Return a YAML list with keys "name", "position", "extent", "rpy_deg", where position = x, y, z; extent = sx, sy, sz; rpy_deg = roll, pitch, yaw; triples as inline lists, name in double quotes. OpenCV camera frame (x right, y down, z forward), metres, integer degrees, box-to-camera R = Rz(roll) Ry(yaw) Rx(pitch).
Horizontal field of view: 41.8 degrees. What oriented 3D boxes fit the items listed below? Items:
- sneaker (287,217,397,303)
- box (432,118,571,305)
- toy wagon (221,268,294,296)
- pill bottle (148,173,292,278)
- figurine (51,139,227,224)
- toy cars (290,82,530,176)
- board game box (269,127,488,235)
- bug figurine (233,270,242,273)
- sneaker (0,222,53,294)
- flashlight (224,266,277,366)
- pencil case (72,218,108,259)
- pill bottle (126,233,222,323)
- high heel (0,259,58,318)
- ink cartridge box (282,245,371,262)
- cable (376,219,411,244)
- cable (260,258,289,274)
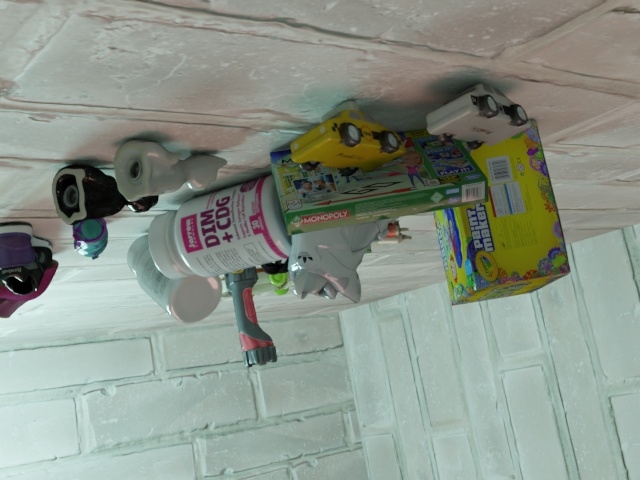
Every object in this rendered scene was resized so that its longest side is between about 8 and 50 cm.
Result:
- name: "sneaker"
  position: [0.046, -0.001, 1.571]
  extent: [0.137, 0.210, 0.366]
  rpy_deg: [9, -174, 28]
- name: "box"
  position: [0.329, -0.042, 1.616]
  extent: [0.177, 0.290, 0.279]
  rpy_deg: [-10, 169, -2]
- name: "toy wagon"
  position: [-0.230, 0.145, 2.714]
  extent: [0.344, 0.068, 0.267]
  rpy_deg: [-9, 169, -3]
- name: "pill bottle"
  position: [-0.178, -0.019, 1.610]
  extent: [0.283, 0.160, 0.160]
  rpy_deg: [-15, 169, 24]
- name: "figurine"
  position: [-0.279, -0.095, 1.347]
  extent: [0.215, 0.092, 0.209]
  rpy_deg: [-17, 176, 28]
- name: "toy cars"
  position: [0.137, -0.180, 1.267]
  extent: [0.394, 0.087, 0.176]
  rpy_deg: [-12, 166, -10]
- name: "board game box"
  position: [0.086, -0.104, 1.365]
  extent: [0.317, 0.046, 0.213]
  rpy_deg: [-10, -147, -5]
- name: "bug figurine"
  position: [-0.066, -0.019, 1.774]
  extent: [0.279, 0.072, 0.216]
  rpy_deg: [-33, 168, 20]
- name: "sneaker"
  position: [-0.607, 0.056, 1.694]
  extent: [0.107, 0.124, 0.283]
  rpy_deg: [-9, 170, -6]
- name: "flashlight"
  position: [-0.198, 0.210, 2.430]
  extent: [0.103, 0.304, 0.103]
  rpy_deg: [-17, 167, 33]
- name: "pencil case"
  position: [-0.457, -0.008, 1.660]
  extent: [0.070, 0.064, 0.152]
  rpy_deg: [-33, 177, -19]
- name: "pill bottle"
  position: [-0.323, 0.074, 1.814]
  extent: [0.131, 0.131, 0.229]
  rpy_deg: [-1, -157, -40]
- name: "high heel"
  position: [-0.739, 0.062, 1.782]
  extent: [0.181, 0.127, 0.377]
  rpy_deg: [-42, 158, 10]
- name: "ink cartridge box"
  position: [0.000, 0.000, 2.067]
  extent: [0.212, 0.093, 0.154]
  rpy_deg: [-10, 169, 20]
- name: "cable"
  position: [0.090, -0.011, 2.161]
  extent: [0.287, 0.072, 0.139]
  rpy_deg: [-10, 164, 1]
- name: "cable"
  position: [-0.038, 0.025, 1.735]
  extent: [0.150, 0.047, 0.184]
  rpy_deg: [-41, 160, 25]
